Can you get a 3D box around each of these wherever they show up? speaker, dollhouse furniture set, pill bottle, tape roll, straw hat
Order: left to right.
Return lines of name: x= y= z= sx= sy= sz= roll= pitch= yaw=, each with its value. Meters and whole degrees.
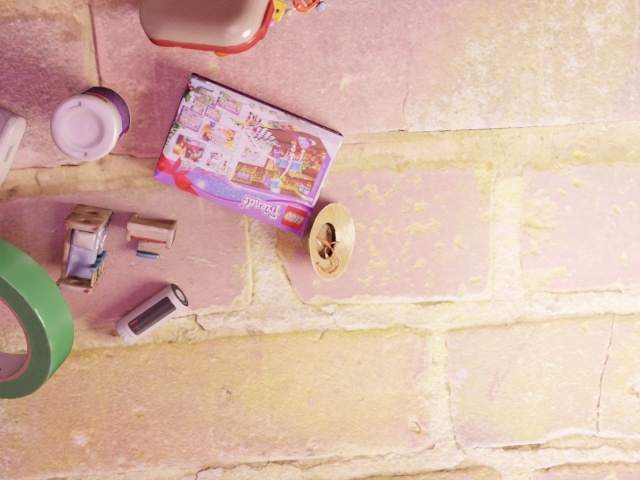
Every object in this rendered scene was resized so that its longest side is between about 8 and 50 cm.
tape roll: x=-0.602 y=0.137 z=1.487 sx=0.321 sy=0.077 sz=0.321 roll=9 pitch=123 yaw=14
pill bottle: x=-0.380 y=-0.203 z=1.406 sx=0.108 sy=0.193 sz=0.108 roll=-1 pitch=107 yaw=-3
dollhouse furniture set: x=-0.366 y=0.024 z=1.505 sx=0.184 sy=0.129 sz=0.129 roll=10 pitch=105 yaw=-6
speaker: x=-0.320 y=0.140 z=1.581 sx=0.136 sy=0.055 sz=0.055 roll=-34 pitch=105 yaw=7
straw hat: x=0.000 y=0.000 z=1.552 sx=0.061 sy=0.144 sz=0.144 roll=7 pitch=111 yaw=39

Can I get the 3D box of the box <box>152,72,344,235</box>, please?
box: x=-0.131 y=-0.154 z=1.505 sx=0.293 sy=0.057 sz=0.201 roll=22 pitch=103 yaw=-9

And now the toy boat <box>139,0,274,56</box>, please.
toy boat: x=-0.185 y=-0.368 z=1.405 sx=0.231 sy=0.151 sz=0.151 roll=11 pitch=68 yaw=17

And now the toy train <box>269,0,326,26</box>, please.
toy train: x=-0.073 y=-0.443 z=1.434 sx=0.125 sy=0.046 sz=0.166 roll=-41 pitch=107 yaw=7

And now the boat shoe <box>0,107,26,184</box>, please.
boat shoe: x=-0.591 y=-0.150 z=1.480 sx=0.063 sy=0.066 sz=0.184 roll=29 pitch=105 yaw=4
